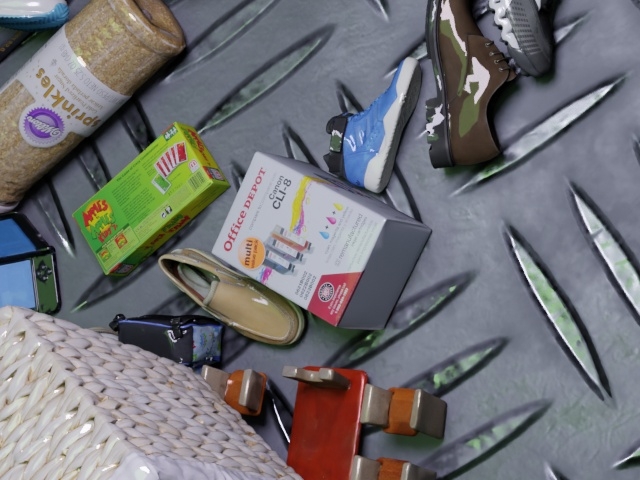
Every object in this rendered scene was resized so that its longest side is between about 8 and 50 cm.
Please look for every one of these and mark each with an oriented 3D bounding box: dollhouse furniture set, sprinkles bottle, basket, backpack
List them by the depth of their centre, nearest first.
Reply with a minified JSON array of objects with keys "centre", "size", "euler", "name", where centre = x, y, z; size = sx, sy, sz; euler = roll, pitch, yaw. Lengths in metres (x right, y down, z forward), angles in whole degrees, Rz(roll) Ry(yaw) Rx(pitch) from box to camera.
[{"centre":[-0.224,0.281,1.290],"size":[0.328,0.331,0.266],"euler":[-50,54,8],"name":"basket"},{"centre":[-0.004,0.265,1.442],"size":[0.262,0.135,0.259],"euler":[3,76,27],"name":"dollhouse furniture set"},{"centre":[-0.169,0.125,1.520],"size":[0.105,0.114,0.084],"euler":[2,90,23],"name":"backpack"},{"centre":[-0.326,-0.166,1.619],"size":[0.355,0.121,0.121],"euler":[-40,70,18],"name":"sprinkles bottle"}]

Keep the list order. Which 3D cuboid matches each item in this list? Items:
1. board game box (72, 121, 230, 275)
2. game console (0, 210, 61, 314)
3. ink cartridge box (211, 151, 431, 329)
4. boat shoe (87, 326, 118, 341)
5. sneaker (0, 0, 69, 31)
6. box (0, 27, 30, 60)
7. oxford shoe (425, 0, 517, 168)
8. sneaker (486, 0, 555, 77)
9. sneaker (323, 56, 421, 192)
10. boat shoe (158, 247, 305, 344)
[{"centre":[-0.203,-0.047,1.591],"size":[0.181,0.043,0.092],"euler":[-39,70,19],"name":"board game box"},{"centre":[-0.408,0.039,1.652],"size":[0.144,0.085,0.124],"euler":[-11,82,15],"name":"game console"},{"centre":[0.000,0.000,1.438],"size":[0.176,0.127,0.128],"euler":[29,99,27],"name":"ink cartridge box"},{"centre":[-0.259,0.255,1.543],"size":[0.103,0.113,0.302],"euler":[-151,67,-66],"name":"boat shoe"},{"centre":[-0.402,-0.311,1.625],"size":[0.229,0.087,0.092],"euler":[16,91,25],"name":"sneaker"},{"centre":[-0.431,-0.369,1.723],"size":[0.183,0.056,0.231],"euler":[-40,70,18],"name":"box"},{"centre":[0.160,-0.192,1.405],"size":[0.096,0.083,0.227],"euler":[-3,92,17],"name":"oxford shoe"},{"centre":[0.224,-0.287,1.374],"size":[0.106,0.078,0.234],"euler":[-14,78,28],"name":"sneaker"},{"centre":[0.051,-0.136,1.460],"size":[0.085,0.058,0.152],"euler":[21,102,18],"name":"sneaker"},{"centre":[-0.107,0.066,1.517],"size":[0.190,0.072,0.068],"euler":[24,97,26],"name":"boat shoe"}]
